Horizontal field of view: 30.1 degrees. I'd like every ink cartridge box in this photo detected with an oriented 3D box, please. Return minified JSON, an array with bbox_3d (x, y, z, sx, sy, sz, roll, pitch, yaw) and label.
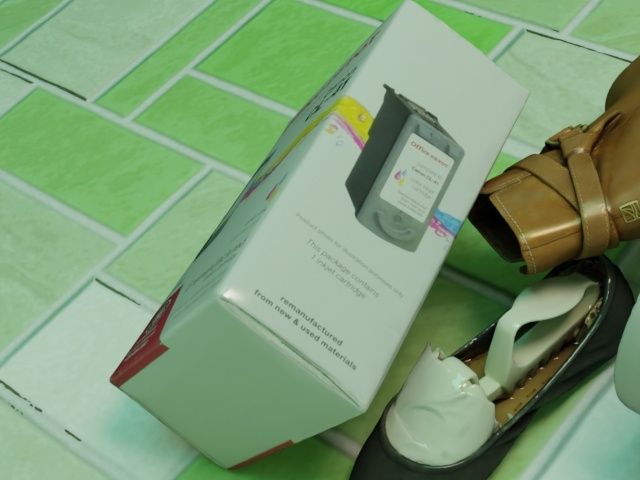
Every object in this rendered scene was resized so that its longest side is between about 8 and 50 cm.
[{"bbox_3d":[0.000,0.000,0.896,0.131,0.226,0.306,37,56,-10],"label":"ink cartridge box"}]

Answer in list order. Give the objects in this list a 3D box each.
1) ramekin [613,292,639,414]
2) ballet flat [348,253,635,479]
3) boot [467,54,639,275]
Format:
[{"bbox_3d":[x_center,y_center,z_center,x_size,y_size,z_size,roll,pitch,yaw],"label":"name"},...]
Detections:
[{"bbox_3d":[0.328,0.035,0.751,0.277,0.277,0.135,-37,57,-19],"label":"ramekin"},{"bbox_3d":[0.119,0.099,0.866,0.280,0.096,0.095,-39,50,-20],"label":"ballet flat"},{"bbox_3d":[0.217,-0.057,0.933,0.220,0.109,0.283,-26,20,-1],"label":"boot"}]
